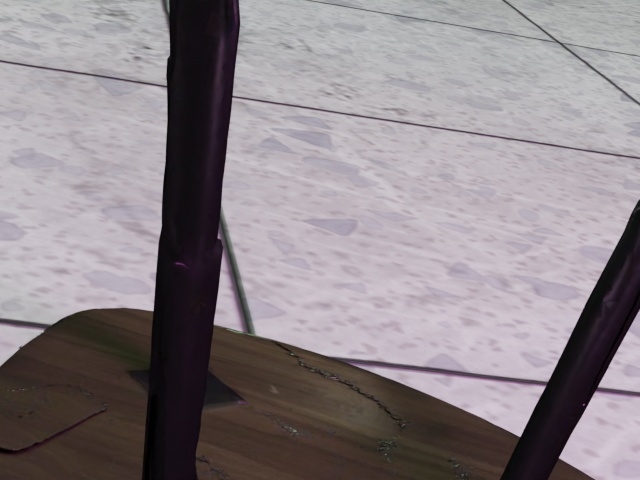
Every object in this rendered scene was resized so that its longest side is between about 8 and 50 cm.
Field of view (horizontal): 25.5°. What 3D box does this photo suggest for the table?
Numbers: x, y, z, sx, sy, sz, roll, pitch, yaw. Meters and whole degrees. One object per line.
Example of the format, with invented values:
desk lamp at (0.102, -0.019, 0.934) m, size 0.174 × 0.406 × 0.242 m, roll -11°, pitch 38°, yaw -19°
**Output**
table at (0.000, 0.000, 0.524) m, size 0.317 × 0.249 × 0.317 m, roll 11°, pitch 19°, yaw -4°
